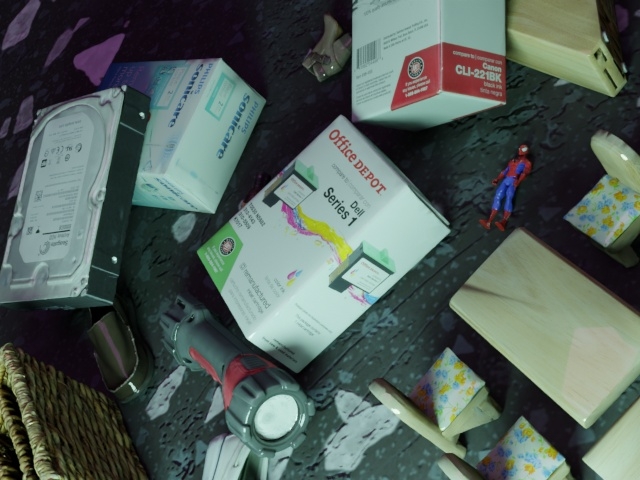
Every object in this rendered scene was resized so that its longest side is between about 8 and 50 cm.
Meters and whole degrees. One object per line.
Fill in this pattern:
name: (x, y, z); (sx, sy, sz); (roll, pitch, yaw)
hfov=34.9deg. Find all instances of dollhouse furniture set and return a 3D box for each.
dollhouse furniture set: (0.257, 0.103, 0.939); (0.362, 0.256, 0.394); (-47, 42, 1)

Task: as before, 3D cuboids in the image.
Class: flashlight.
flashlight: (-0.120, 0.171, 1.313); (0.103, 0.103, 0.304); (-49, 32, -9)

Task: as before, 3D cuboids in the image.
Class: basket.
basket: (-0.376, 0.322, 1.336); (0.213, 0.223, 0.299); (-44, 43, 5)

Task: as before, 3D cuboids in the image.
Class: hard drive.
hard drive: (-0.388, -0.062, 1.585); (0.236, 0.064, 0.339); (-6, 70, 40)

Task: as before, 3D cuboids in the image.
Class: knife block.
knife block: (0.262, -0.281, 1.341); (0.242, 0.088, 0.276); (-20, 50, 30)

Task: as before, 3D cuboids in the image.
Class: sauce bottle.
sauce bottle: (-0.098, -0.042, 1.503); (0.042, 0.042, 0.128); (-10, 52, 35)

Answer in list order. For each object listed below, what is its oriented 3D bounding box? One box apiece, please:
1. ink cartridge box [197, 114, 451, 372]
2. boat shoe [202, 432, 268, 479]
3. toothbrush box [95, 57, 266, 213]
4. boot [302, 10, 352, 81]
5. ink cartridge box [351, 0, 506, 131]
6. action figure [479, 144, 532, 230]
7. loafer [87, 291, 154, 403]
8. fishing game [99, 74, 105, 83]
ink cartridge box: (0.000, 0.000, 1.332); (0.278, 0.117, 0.201); (-43, 43, 6)
boat shoe: (-0.104, 0.324, 1.208); (0.075, 0.083, 0.226); (-21, 47, 24)
toothbrush box: (-0.264, -0.174, 1.674); (0.295, 0.126, 0.216); (9, 68, 42)
boot: (0.006, -0.305, 1.606); (0.087, 0.042, 0.118); (-42, 42, 10)
ink cartridge box: (0.137, -0.297, 1.328); (0.197, 0.114, 0.273); (-10, 79, 58)
action figure: (0.233, -0.069, 1.256); (0.038, 0.030, 0.115); (6, 63, 48)
loafer: (-0.312, 0.151, 1.512); (0.080, 0.078, 0.220); (-41, 43, 9)
fishing game: (-0.447, -0.202, 1.912); (0.189, 0.041, 0.264); (22, 76, 49)
